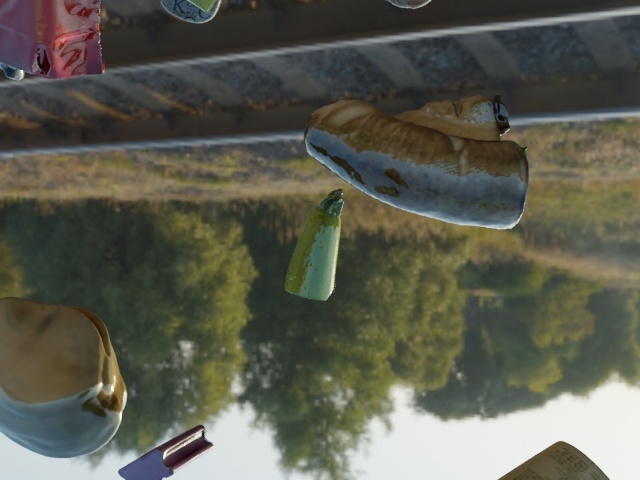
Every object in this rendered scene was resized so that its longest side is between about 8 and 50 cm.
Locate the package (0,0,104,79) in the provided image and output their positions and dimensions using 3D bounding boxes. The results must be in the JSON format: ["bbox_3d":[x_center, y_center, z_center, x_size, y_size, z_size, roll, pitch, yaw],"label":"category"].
[{"bbox_3d":[-0.525,-0.398,1.453,0.424,0.195,0.123,25,-138,17],"label":"package"}]

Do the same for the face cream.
[{"bbox_3d":[0.324,0.467,1.501,0.349,0.081,0.173,-25,-127,-26],"label":"face cream"}]

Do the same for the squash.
[{"bbox_3d":[0.001,0.001,1.641,0.090,0.200,0.075,18,-175,19],"label":"squash"}]

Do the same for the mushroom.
[{"bbox_3d":[0.169,-0.138,1.774,0.398,0.224,0.313,1,-143,-6],"label":"mushroom"}]

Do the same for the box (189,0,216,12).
[{"bbox_3d":[-0.256,-0.462,1.353,0.265,0.097,0.168,27,-159,-35],"label":"box"}]

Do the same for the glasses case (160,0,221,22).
[{"bbox_3d":[-0.235,-0.615,1.920,0.137,0.085,0.354,19,128,-11],"label":"glasses case"}]

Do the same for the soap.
[{"bbox_3d":[-0.322,0.459,1.949,0.122,0.065,0.203,-31,173,16],"label":"soap"}]

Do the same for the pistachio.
[{"bbox_3d":[-0.649,0.315,2.197,0.446,0.365,0.281,35,-173,12],"label":"pistachio"}]

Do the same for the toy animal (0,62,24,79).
[{"bbox_3d":[-0.567,-0.452,1.746,0.303,0.344,0.194,19,-143,6],"label":"toy animal"}]

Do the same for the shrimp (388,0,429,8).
[{"bbox_3d":[0.169,-0.542,1.830,0.166,0.161,0.049,18,-148,31],"label":"shrimp"}]
